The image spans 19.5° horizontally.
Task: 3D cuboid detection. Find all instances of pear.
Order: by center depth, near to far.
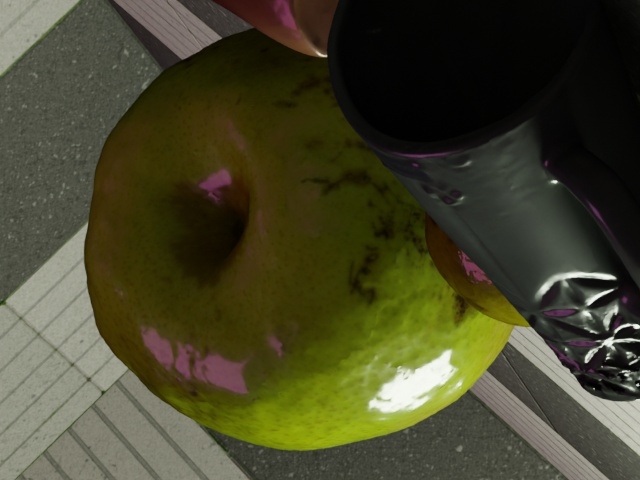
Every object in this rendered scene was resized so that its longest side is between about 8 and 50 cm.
[{"bbox_3d":[0.143,-0.016,1.296,0.149,0.149,0.162,41,-175,42],"label":"pear"},{"bbox_3d":[0.000,0.000,1.566,0.391,0.391,0.391,45,175,5],"label":"pear"}]

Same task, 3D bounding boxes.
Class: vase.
[{"bbox_3d":[0.144,-0.022,1.103,0.301,0.156,0.251,54,178,-40],"label":"vase"}]

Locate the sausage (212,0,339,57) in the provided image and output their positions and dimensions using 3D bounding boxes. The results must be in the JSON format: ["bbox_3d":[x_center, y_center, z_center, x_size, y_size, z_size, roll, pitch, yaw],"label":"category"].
[{"bbox_3d":[-0.052,-0.229,1.376,0.121,0.121,0.304,49,174,-37],"label":"sausage"}]
